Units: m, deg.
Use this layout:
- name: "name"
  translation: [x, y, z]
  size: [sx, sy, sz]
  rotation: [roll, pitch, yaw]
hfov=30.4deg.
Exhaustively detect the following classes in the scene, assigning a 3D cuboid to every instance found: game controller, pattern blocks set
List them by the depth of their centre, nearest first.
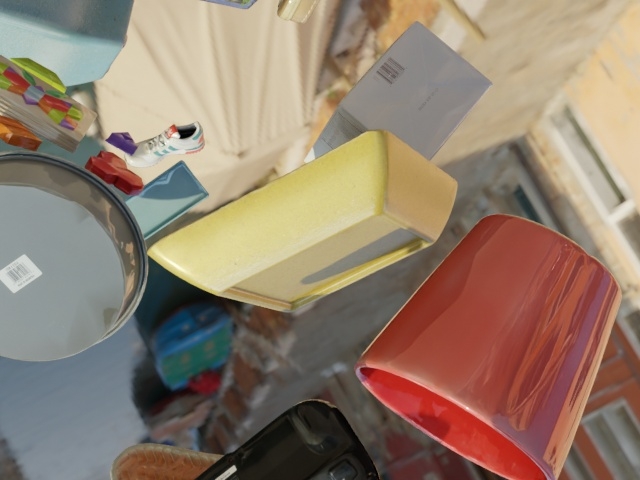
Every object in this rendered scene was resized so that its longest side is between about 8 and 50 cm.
- name: "game controller"
  translation: [-0.086, 0.312, 1.297]
  size: [0.319, 0.166, 0.067]
  rotation: [-38, 129, 3]
- name: "pattern blocks set"
  translation: [-0.387, -0.187, 1.577]
  size: [0.325, 0.285, 0.026]
  rotation: [26, 110, -26]

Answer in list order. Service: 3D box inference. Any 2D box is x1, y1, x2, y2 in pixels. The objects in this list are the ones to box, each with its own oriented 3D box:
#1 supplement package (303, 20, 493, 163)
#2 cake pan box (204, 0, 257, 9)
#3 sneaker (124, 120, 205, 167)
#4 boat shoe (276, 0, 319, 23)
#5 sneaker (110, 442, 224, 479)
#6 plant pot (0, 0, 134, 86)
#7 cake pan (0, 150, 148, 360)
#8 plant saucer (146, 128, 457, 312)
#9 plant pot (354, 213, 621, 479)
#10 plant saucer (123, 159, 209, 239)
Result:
- name: "supplement package"
  translation: [0.109, -0.171, 1.725]
  size: [0.194, 0.149, 0.203]
  rotation: [-49, 179, -25]
- name: "cake pan box"
  translation: [-0.204, -0.447, 1.565]
  size: [0.246, 0.266, 0.070]
  rotation: [4, 152, -46]
- name: "sneaker"
  translation: [-0.300, -0.192, 2.261]
  size: [0.161, 0.057, 0.075]
  rotation: [-15, 152, -14]
- name: "boat shoe"
  translation: [0.066, -0.423, 1.618]
  size: [0.341, 0.110, 0.122]
  rotation: [-55, -167, -10]
- name: "sneaker"
  translation: [-0.115, 0.342, 1.495]
  size: [0.121, 0.302, 0.108]
  rotation: [78, 31, -50]
- name: "plant pot"
  translation: [-0.439, -0.388, 1.915]
  size: [0.252, 0.247, 0.248]
  rotation: [16, 158, -21]
- name: "cake pan"
  translation: [-0.365, 0.031, 1.472]
  size: [0.293, 0.293, 0.054]
  rotation: [-33, -159, 17]
- name: "plant saucer"
  translation: [0.000, 0.000, 1.505]
  size: [0.333, 0.081, 0.333]
  rotation: [-26, 162, 17]
- name: "plant pot"
  translation: [0.212, 0.119, 1.391]
  size: [0.243, 0.275, 0.275]
  rotation: [-57, 175, -15]
- name: "plant saucer"
  translation: [-0.255, -0.040, 1.700]
  size: [0.192, 0.067, 0.018]
  rotation: [-34, -164, 10]
